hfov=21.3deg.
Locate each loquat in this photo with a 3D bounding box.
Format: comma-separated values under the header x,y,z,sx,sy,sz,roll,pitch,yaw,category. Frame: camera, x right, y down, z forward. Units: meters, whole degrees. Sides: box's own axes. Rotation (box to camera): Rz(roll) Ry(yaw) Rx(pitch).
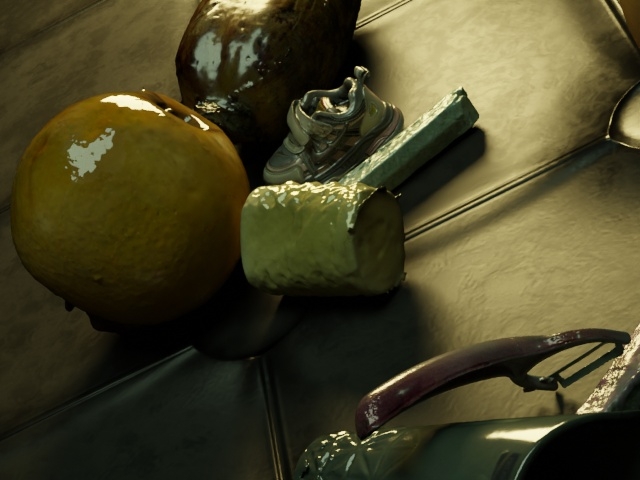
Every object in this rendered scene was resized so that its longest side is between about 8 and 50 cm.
x,y,z,sx,sy,sz,roll,pitch,yaw,category
-0.208,-0.028,1.887,0.275,0.275,0.275,-22,33,15,loquat

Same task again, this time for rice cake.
x,y,z,sx,sy,sz,roll,pitch,yaw,category
0.074,-0.082,1.900,0.245,0.045,0.042,-39,24,-8,rice cake
0.266,0.121,1.472,0.047,0.036,0.206,9,51,48,rice cake

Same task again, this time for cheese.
x,y,z,sx,sy,sz,roll,pitch,yaw,category
0.000,0.000,1.783,0.167,0.123,0.094,1,12,40,cheese

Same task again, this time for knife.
x,y,z,sx,sy,sz,roll,pitch,yaw,category
0.125,0.117,1.418,0.278,0.053,0.123,-9,-26,-40,knife

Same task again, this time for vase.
x,y,z,sx,sy,sz,roll,pitch,yaw,category
0.104,0.221,1.381,0.301,0.156,0.251,-2,41,48,vase

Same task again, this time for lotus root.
x,y,z,sx,sy,sz,roll,pitch,yaw,category
-0.065,-0.254,2.125,0.196,0.179,0.397,-12,36,32,lotus root

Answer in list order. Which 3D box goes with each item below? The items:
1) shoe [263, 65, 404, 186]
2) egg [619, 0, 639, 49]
x,y,z,sx,sy,sz,roll,pitch,yaw,category
0.005,-0.124,1.972,0.180,0.092,0.089,-31,33,1,shoe
0.431,-0.260,1.602,0.301,0.301,0.374,-27,23,8,egg
